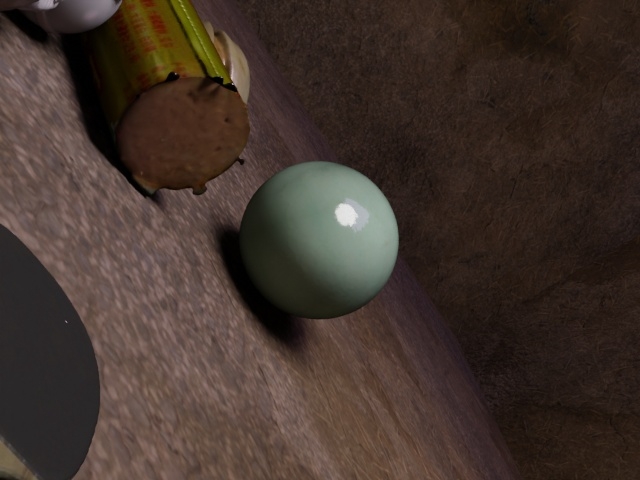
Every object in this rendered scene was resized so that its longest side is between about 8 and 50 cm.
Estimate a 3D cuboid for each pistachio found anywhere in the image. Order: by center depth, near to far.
[{"bbox_3d":[-0.140,-0.172,0.928,0.124,0.125,0.184,49,29,-48],"label":"pistachio"}]

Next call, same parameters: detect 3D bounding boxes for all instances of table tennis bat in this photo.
[{"bbox_3d":[-0.145,0.061,0.359,0.138,0.022,0.246,55,8,-22],"label":"table tennis bat"}]

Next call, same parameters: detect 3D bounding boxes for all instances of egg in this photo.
[{"bbox_3d":[0.000,0.000,0.903,0.168,0.168,0.231,59,6,4],"label":"egg"}]

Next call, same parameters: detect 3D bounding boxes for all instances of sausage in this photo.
[{"bbox_3d":[-0.169,-0.195,0.788,0.317,0.117,0.125,62,-33,35],"label":"sausage"}]

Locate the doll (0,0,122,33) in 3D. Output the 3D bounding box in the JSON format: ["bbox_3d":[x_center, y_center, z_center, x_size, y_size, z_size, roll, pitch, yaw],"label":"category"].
[{"bbox_3d":[-0.212,-0.220,0.610,0.150,0.151,0.287,58,2,-1],"label":"doll"}]
